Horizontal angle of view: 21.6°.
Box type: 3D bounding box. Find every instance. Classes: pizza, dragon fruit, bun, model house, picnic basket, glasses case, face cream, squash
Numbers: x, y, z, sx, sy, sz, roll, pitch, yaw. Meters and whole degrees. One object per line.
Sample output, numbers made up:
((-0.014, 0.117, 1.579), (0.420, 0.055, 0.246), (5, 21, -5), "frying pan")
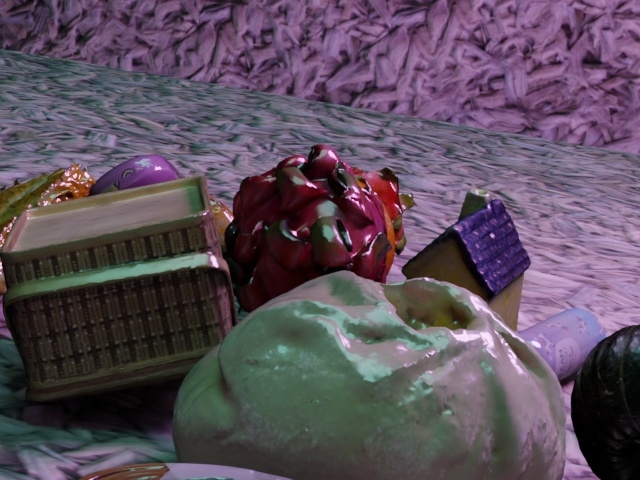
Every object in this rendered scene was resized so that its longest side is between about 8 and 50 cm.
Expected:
((-0.368, -0.007, 2.059), (0.226, 0.086, 0.335), (-33, 15, 0), "pizza")
((-0.019, 0.004, 1.836), (0.198, 0.218, 0.273), (25, 4, 10), "dragon fruit")
((0.045, 0.137, 1.550), (0.365, 0.219, 0.365), (7, 9, -1), "bun")
((0.148, 0.049, 1.998), (0.170, 0.211, 0.194), (14, 16, 21), "model house")
((0.070, -0.038, 2.522), (0.137, 0.135, 0.236), (5, -6, 18), "dragon fruit")
((-0.208, 0.054, 1.775), (0.228, 0.175, 0.313), (-11, 10, -3), "picnic basket")
((-0.225, -0.041, 2.222), (0.123, 0.076, 0.316), (-32, -15, 2), "glasses case")
((0.263, 0.135, 1.982), (0.075, 0.075, 0.229), (14, 16, 28), "face cream")
((0.330, 0.169, 1.621), (0.193, 0.156, 0.193), (23, -22, 10), "squash")

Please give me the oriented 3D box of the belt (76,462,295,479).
((-0.070, 0.245, 1.283), (0.261, 0.105, 0.184), (4, 15, -1), "belt")

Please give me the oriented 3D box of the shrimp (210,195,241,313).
((-0.138, 0.078, 1.983), (0.262, 0.198, 0.051), (49, -6, -2), "shrimp")

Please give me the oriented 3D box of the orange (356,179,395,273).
((0.000, 0.000, 2.181), (0.206, 0.206, 0.206), (7, 13, -2), "orange")
